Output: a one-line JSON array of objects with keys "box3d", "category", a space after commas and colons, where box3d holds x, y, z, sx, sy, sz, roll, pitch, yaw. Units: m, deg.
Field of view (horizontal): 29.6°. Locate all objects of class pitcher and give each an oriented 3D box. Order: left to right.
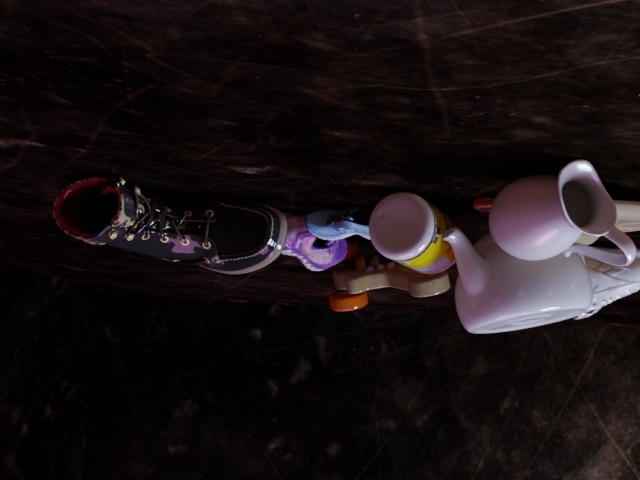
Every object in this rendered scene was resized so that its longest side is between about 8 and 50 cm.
[{"box3d": [0.351, -0.021, 1.769, 0.178, 0.125, 0.207, 50, 155, -9], "category": "pitcher"}]

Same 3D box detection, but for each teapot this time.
[{"box3d": [0.347, 0.051, 2.103, 0.252, 0.187, 0.256, -10, 167, 5], "category": "teapot"}]

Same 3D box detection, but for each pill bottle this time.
[{"box3d": [0.174, -0.007, 2.102, 0.117, 0.117, 0.215, 2, 171, 25], "category": "pill bottle"}]

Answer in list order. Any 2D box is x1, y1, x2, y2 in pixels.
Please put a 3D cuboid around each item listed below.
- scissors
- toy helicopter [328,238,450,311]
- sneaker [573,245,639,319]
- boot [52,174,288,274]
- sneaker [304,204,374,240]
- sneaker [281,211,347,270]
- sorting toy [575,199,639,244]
[{"box3d": [0.388, -0.056, 1.982, 0.297, 0.021, 0.109, -1, 168, 32], "category": "scissors"}, {"box3d": [0.169, 0.069, 2.504, 0.235, 0.140, 0.355, -15, -168, -24], "category": "toy helicopter"}, {"box3d": [0.541, 0.082, 2.324, 0.305, 0.152, 0.114, 5, 169, -5], "category": "sneaker"}, {"box3d": [-0.278, -0.032, 2.227, 0.377, 0.138, 0.284, 6, 173, 38], "category": "boot"}, {"box3d": [0.049, -0.043, 2.213, 0.162, 0.063, 0.073, -1, 152, 14], "category": "sneaker"}, {"box3d": [0.000, 0.000, 2.381, 0.104, 0.095, 0.236, -8, 165, 29], "category": "sneaker"}, {"box3d": [0.480, -0.032, 1.955, 0.307, 0.041, 0.229, 3, 169, -32], "category": "sorting toy"}]
